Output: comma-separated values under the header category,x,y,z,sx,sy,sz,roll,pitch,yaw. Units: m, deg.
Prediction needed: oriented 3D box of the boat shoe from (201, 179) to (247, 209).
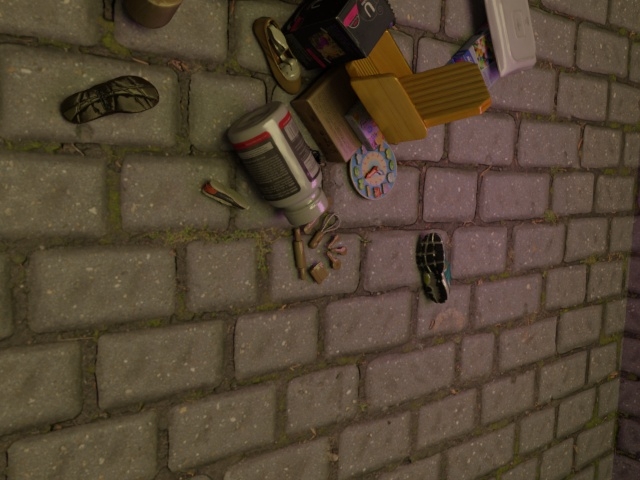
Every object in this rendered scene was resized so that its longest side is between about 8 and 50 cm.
category,x,y,z,sx,sy,sz,roll,pitch,yaw
boat shoe,-0.257,-0.117,1.577,0.043,0.049,0.137,-40,133,22

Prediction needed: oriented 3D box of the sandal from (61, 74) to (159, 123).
category,x,y,z,sx,sy,sz,roll,pitch,yaw
sandal,-0.491,-0.324,1.361,0.219,0.060,0.090,-24,105,-18

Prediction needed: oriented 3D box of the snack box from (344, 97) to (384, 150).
category,x,y,z,sx,sy,sz,roll,pitch,yaw
snack box,0.144,-0.354,1.750,0.100,0.037,0.141,-53,124,-22

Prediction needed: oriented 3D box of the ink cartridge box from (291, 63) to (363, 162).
category,x,y,z,sx,sy,sz,roll,pitch,yaw
ink cartridge box,0.051,-0.382,1.752,0.193,0.088,0.235,-50,122,-24

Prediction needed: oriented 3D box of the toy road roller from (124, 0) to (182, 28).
category,x,y,z,sx,sy,sz,roll,pitch,yaw
toy road roller,-0.372,-0.682,1.321,0.240,0.202,0.329,36,71,-22

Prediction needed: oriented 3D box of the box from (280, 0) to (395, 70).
category,x,y,z,sx,sy,sz,roll,pitch,yaw
box,0.038,-0.589,1.598,0.143,0.270,0.165,44,69,-34

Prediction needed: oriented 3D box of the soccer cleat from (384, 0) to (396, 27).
category,x,y,z,sx,sy,sz,roll,pitch,yaw
soccer cleat,0.104,-0.734,1.753,0.318,0.108,0.116,34,97,-39

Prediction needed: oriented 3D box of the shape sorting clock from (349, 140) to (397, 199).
category,x,y,z,sx,sy,sz,roll,pitch,yaw
shape sorting clock,0.176,-0.235,1.900,0.206,0.040,0.206,-6,100,-38

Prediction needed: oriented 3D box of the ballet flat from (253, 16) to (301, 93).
category,x,y,z,sx,sy,sz,roll,pitch,yaw
ballet flat,-0.108,-0.511,1.620,0.080,0.073,0.232,-47,121,-23

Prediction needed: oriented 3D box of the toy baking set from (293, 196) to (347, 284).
category,x,y,z,sx,sy,sz,roll,pitch,yaw
toy baking set,-0.005,0.003,1.802,0.196,0.030,0.256,-23,110,-37

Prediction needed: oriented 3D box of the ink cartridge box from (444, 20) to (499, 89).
category,x,y,z,sx,sy,sz,roll,pitch,yaw
ink cartridge box,0.597,-0.662,2.163,0.311,0.065,0.186,-46,121,-22

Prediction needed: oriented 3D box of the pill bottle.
category,x,y,z,sx,sy,sz,roll,pitch,yaw
pill bottle,-0.103,-0.203,1.599,0.176,0.176,0.318,-44,120,-25

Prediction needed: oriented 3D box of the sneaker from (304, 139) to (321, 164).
category,x,y,z,sx,sy,sz,roll,pitch,yaw
sneaker,-0.027,-0.265,1.718,0.038,0.069,0.098,-50,123,-22

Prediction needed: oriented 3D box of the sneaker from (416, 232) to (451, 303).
category,x,y,z,sx,sy,sz,roll,pitch,yaw
sneaker,0.422,0.093,2.119,0.110,0.107,0.275,-39,125,-50

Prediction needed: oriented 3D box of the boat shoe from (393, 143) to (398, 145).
category,x,y,z,sx,sy,sz,roll,pitch,yaw
boat shoe,0.280,-0.374,1.957,0.045,0.050,0.135,32,76,-31

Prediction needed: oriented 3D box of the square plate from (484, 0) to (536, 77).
category,x,y,z,sx,sy,sz,roll,pitch,yaw
square plate,0.726,-0.809,2.191,0.344,0.049,0.347,-27,107,-45

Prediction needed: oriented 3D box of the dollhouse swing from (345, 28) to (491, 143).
category,x,y,z,sx,sy,sz,roll,pitch,yaw
dollhouse swing,0.278,-0.497,1.681,0.315,0.305,0.347,50,27,-33
